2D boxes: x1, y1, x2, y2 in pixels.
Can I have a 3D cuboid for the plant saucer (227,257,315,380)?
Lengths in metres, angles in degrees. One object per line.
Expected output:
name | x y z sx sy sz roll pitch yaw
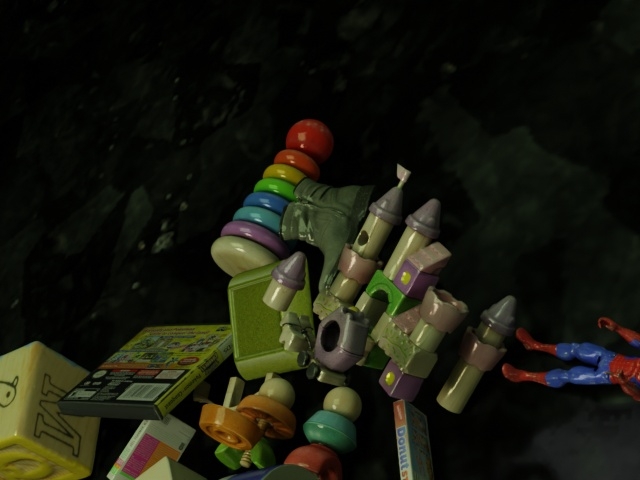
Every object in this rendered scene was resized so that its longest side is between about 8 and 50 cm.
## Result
plant saucer | -0.093 0.130 2.051 0.188 0.045 0.189 -18 73 44

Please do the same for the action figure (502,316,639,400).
action figure | 0.357 0.154 1.622 0.280 0.139 0.092 5 64 42

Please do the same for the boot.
boot | 0.000 0.000 2.085 0.161 0.083 0.247 4 53 24

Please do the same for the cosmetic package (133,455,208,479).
cosmetic package | -0.314 0.511 1.986 0.309 0.113 0.160 -38 41 13

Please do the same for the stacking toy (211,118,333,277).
stacking toy | -0.071 -0.084 2.215 0.141 0.141 0.330 1 57 43

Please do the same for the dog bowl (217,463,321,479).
dog bowl | -0.062 0.445 1.679 0.104 0.265 0.265 -20 48 29

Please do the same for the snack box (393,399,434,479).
snack box | 0.137 0.317 1.750 0.022 0.064 0.178 -28 44 26

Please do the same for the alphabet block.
alphabet block | -0.537 0.335 2.270 0.192 0.193 0.197 -24 46 31

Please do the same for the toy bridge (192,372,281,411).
toy bridge | -0.149 0.266 2.089 0.188 0.026 0.063 -11 54 38

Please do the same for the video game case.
video game case | -0.296 0.228 2.160 0.274 0.035 0.248 -5 28 43

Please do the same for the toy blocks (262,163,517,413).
toy blocks | 0.107 0.054 1.760 0.260 0.308 0.288 -62 38 15

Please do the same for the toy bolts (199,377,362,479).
toy bolts | -0.052 0.270 1.879 0.228 0.218 0.159 11 60 28

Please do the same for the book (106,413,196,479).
book | -0.288 0.363 2.088 0.035 0.096 0.144 24 78 49
